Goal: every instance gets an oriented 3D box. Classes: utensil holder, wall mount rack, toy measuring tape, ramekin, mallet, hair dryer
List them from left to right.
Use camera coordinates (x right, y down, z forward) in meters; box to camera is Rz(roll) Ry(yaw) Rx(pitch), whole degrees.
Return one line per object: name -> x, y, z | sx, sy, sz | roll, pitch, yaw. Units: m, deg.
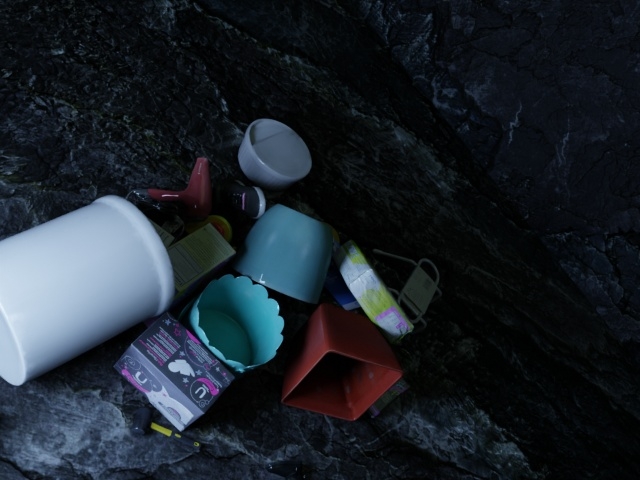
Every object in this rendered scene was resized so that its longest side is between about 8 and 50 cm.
utensil holder -> -0.593, 0.108, 1.508 | 0.385, 0.327, 0.328 | -30, 80, -43
mallet -> -0.385, 0.489, 1.617 | 0.189, 0.039, 0.062 | 37, 41, -16
hair dryer -> -0.428, -0.131, 1.919 | 0.223, 0.080, 0.293 | 44, 82, 0
toy measuring tape -> -0.374, -0.066, 2.005 | 0.330, 0.121, 0.121 | 45, 41, -1
ramekin -> -0.176, -0.302, 2.359 | 0.272, 0.127, 0.273 | 22, 47, -26
wall mount rack -> 0.295, 0.168, 2.386 | 0.304, 0.130, 0.350 | 46, 40, -5

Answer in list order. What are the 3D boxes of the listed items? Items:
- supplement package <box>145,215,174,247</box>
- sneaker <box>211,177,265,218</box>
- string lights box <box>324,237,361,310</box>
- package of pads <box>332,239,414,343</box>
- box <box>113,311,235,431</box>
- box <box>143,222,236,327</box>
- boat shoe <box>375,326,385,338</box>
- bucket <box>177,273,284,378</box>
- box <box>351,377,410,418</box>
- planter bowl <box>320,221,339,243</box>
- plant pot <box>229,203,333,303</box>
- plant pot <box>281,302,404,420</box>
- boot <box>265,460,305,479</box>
supplement package -> -0.529, -0.005, 1.837 | 0.179, 0.105, 0.105 | 38, 41, -10
sneaker -> -0.287, -0.133, 2.075 | 0.146, 0.105, 0.295 | -2, 17, -30
string lights box -> 0.058, 0.104, 2.196 | 0.260, 0.076, 0.133 | 49, 34, -32
package of pads -> 0.166, 0.167, 2.072 | 0.296, 0.101, 0.229 | 53, 4, -27
box -> -0.375, 0.337, 1.647 | 0.247, 0.163, 0.142 | 45, 44, -1
box -> -0.388, 0.095, 1.791 | 0.117, 0.213, 0.243 | 48, 40, 3
boat shoe -> 0.198, 0.399, 2.147 | 0.084, 0.079, 0.233 | 8, 55, -38
bucket -> -0.259, 0.255, 1.797 | 0.281, 0.183, 0.281 | 23, 45, -25
box -> 0.192, 0.472, 2.070 | 0.162, 0.029, 0.116 | -34, 81, -22
planter bowl -> 0.000, 0.000, 2.292 | 0.217, 0.090, 0.217 | 22, 47, -25
plant pot -> -0.094, 0.027, 1.975 | 0.293, 0.235, 0.293 | 24, 0, 0
plant pot -> 0.049, 0.347, 1.941 | 0.267, 0.267, 0.236 | 21, 35, -26
boot -> -0.088, 0.644, 1.734 | 0.121, 0.045, 0.099 | 11, 55, -35
